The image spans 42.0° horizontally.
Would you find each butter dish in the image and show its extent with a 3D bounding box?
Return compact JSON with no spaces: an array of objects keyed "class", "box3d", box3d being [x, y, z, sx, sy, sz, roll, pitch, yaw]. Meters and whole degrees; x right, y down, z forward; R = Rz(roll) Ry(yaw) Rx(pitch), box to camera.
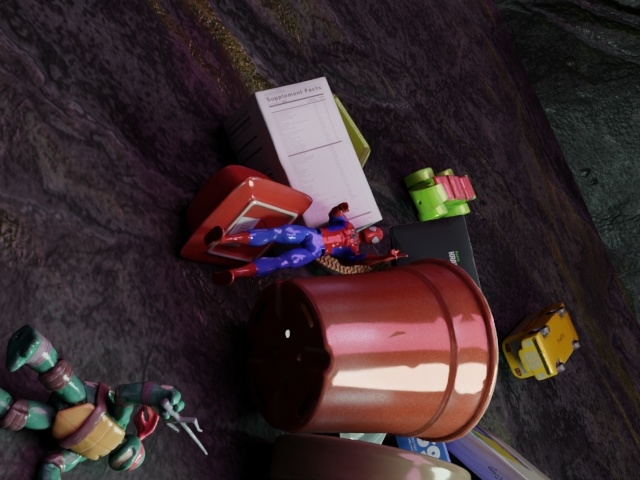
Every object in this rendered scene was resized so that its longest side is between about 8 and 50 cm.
[{"class":"butter dish","box3d":[-0.122,-0.050,1.182,0.160,0.160,0.118,15,34,-55]}]

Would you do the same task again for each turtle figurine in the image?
[{"class":"turtle figurine","box3d":[-0.238,0.190,0.836,0.234,0.118,0.175,44,77,-31]}]

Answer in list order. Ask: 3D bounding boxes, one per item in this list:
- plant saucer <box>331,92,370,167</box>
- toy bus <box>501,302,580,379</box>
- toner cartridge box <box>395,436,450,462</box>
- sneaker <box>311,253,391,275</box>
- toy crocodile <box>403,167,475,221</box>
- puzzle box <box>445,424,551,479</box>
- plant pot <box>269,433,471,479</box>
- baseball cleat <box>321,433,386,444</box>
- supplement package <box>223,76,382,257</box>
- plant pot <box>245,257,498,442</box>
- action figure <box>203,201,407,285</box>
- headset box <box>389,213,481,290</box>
[{"class":"plant saucer","box3d":[0.030,-0.192,1.600,0.188,0.045,0.188,55,31,-19]},{"class":"toy bus","box3d":[0.535,0.244,2.015,0.333,0.130,0.108,-21,89,-60]},{"class":"toner cartridge box","box3d":[0.200,0.463,1.316,0.165,0.075,0.347,56,18,-73]},{"class":"sneaker","box3d":[0.029,0.041,1.424,0.185,0.084,0.069,31,63,-12]},{"class":"toy crocodile","box3d":[0.283,-0.108,1.886,0.340,0.105,0.115,-8,76,-60]},{"class":"puzzle box","box3d":[0.367,0.435,1.440,0.272,0.052,0.409,34,1,-42]},{"class":"plant pot","box3d":[0.046,0.385,1.057,0.263,0.263,0.229,32,63,-45]},{"class":"baseball cleat","box3d":[0.063,0.276,1.297,0.109,0.072,0.206,51,29,-12]},{"class":"supplement package","box3d":[-0.031,-0.111,1.310,0.139,0.134,0.244,-19,85,-31]},{"class":"plant pot","box3d":[0.055,0.155,1.161,0.265,0.272,0.272,3,65,-34]},{"class":"action figure","box3d":[0.000,0.000,1.131,0.280,0.139,0.091,-8,84,-41]},{"class":"headset box","box3d":[0.203,0.120,1.441,0.283,0.131,0.246,78,3,-68]}]
